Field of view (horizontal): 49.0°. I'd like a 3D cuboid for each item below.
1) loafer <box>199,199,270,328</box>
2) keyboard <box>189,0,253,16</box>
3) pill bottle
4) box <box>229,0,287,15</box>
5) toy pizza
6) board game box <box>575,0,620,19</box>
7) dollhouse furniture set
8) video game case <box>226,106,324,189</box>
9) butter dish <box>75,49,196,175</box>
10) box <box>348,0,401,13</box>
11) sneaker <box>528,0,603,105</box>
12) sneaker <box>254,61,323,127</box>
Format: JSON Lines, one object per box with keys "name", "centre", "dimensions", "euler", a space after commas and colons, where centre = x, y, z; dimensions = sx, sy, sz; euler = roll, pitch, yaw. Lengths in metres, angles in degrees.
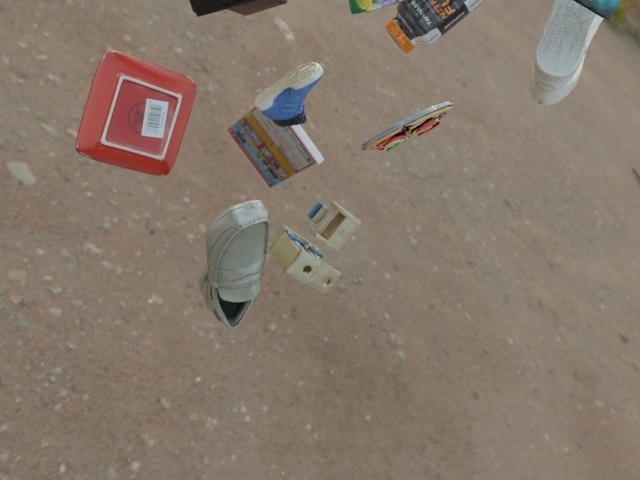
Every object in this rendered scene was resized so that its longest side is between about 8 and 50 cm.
{"name": "loafer", "centre": [-0.134, 0.045, 1.160], "dimensions": [0.112, 0.319, 0.111], "euler": [-19, 67, -22]}
{"name": "keyboard", "centre": [-0.086, -0.483, 1.110], "dimensions": [0.033, 0.317, 0.201], "euler": [-1, 87, -60]}
{"name": "pill bottle", "centre": [0.272, -0.553, 1.660], "dimensions": [0.130, 0.246, 0.130], "euler": [47, 14, -16]}
{"name": "box", "centre": [-0.193, -0.626, 1.573], "dimensions": [0.203, 0.167, 0.168], "euler": [8, 88, -42]}
{"name": "toy pizza", "centre": [0.173, -0.214, 1.374], "dimensions": [0.201, 0.201, 0.032], "euler": [-27, 91, -56]}
{"name": "board game box", "centre": [0.411, -0.438, 1.081], "dimensions": [0.186, 0.126, 0.026], "euler": [17, 23, -25]}
{"name": "dollhouse furniture set", "centre": [0.000, 0.000, 1.566], "dimensions": [0.129, 0.183, 0.129], "euler": [34, 9, -36]}
{"name": "video game case", "centre": [-0.122, -0.247, 1.796], "dimensions": [0.025, 0.285, 0.204], "euler": [-42, 102, -28]}
{"name": "butter dish", "centre": [-0.293, -0.194, 1.066], "dimensions": [0.160, 0.160, 0.118], "euler": [13, 8, -40]}
{"name": "box", "centre": [0.119, -0.442, 1.140], "dimensions": [0.043, 0.179, 0.105], "euler": [-127, -161, -52]}
{"name": "sneaker", "centre": [0.456, -0.389, 1.274], "dimensions": [0.108, 0.292, 0.169], "euler": [27, -9, 14]}
{"name": "sneaker", "centre": [-0.039, -0.258, 1.275], "dimensions": [0.084, 0.152, 0.058], "euler": [41, 37, -34]}
